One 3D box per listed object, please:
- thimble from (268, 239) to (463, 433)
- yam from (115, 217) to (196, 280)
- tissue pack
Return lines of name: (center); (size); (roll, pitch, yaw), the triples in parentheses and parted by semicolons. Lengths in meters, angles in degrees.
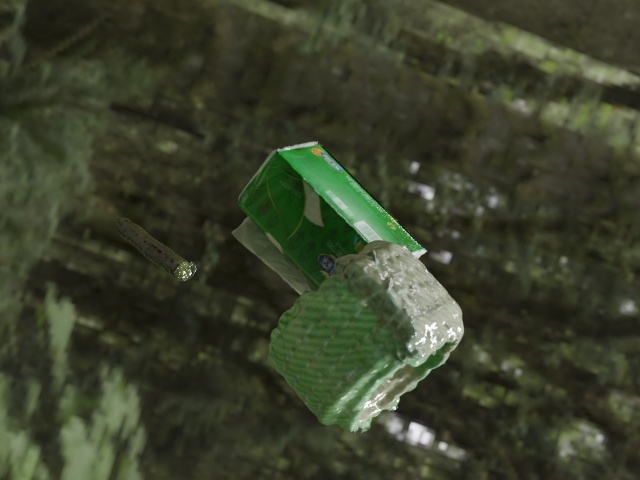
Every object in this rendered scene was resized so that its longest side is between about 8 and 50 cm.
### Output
thimble: (0.055, 0.109, 1.762); (0.219, 0.150, 0.219); (-39, 166, -12)
yam: (-0.191, 0.009, 1.770); (0.129, 0.033, 0.027); (35, -62, 42)
tissue pack: (0.000, -0.001, 1.999); (0.156, 0.209, 0.148); (-51, 166, 24)
